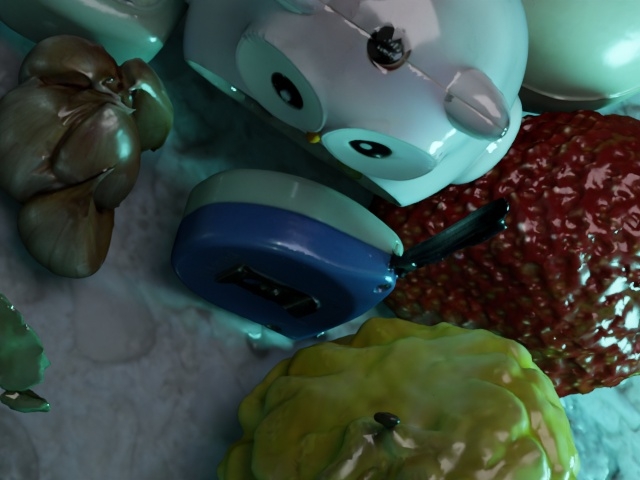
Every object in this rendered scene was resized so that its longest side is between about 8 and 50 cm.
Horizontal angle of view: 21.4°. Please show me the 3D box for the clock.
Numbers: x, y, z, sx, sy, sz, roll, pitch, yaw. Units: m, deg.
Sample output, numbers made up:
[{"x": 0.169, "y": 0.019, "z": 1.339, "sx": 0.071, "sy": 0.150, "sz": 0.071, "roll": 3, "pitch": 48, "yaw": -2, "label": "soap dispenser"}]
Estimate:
[{"x": 0.047, "y": -0.200, "z": 1.609, "sx": 0.368, "sy": 0.377, "sz": 0.250, "roll": 34, "pitch": 90, "yaw": -9, "label": "clock"}]

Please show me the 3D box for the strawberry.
[{"x": 0.218, "y": 0.013, "z": 1.793, "sx": 0.351, "sy": 0.267, "sz": 0.312, "roll": 3, "pitch": 91, "yaw": -6, "label": "strawberry"}]

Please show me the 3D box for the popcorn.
[{"x": 0.081, "y": 0.254, "z": 1.610, "sx": 0.349, "sy": 0.349, "sz": 0.381, "roll": -44, "pitch": 135, "yaw": -32, "label": "popcorn"}]

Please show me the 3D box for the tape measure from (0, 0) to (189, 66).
[{"x": -0.238, "y": -0.302, "z": 1.707, "sx": 0.243, "sy": 0.125, "sz": 0.246, "roll": 34, "pitch": 59, "yaw": -14, "label": "tape measure"}]

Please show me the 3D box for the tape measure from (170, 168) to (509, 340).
[{"x": 0.000, "y": 0.000, "z": 1.606, "sx": 0.215, "sy": 0.351, "sz": 0.098, "roll": 25, "pitch": 62, "yaw": -22, "label": "tape measure"}]

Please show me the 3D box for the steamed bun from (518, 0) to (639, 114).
[{"x": 0.278, "y": -0.310, "z": 1.885, "sx": 0.334, "sy": 0.334, "sz": 0.374, "roll": 51, "pitch": 53, "yaw": -5, "label": "steamed bun"}]

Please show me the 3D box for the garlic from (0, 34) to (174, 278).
[{"x": -0.243, "y": -0.087, "z": 1.620, "sx": 0.160, "sy": 0.191, "sz": 0.214, "roll": 27, "pitch": 72, "yaw": 9, "label": "garlic"}]

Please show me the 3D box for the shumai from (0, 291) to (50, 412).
[{"x": -0.393, "y": 0.146, "z": 1.338, "sx": 0.395, "sy": 0.395, "sz": 0.348, "roll": 47, "pitch": 58, "yaw": -8, "label": "shumai"}]
